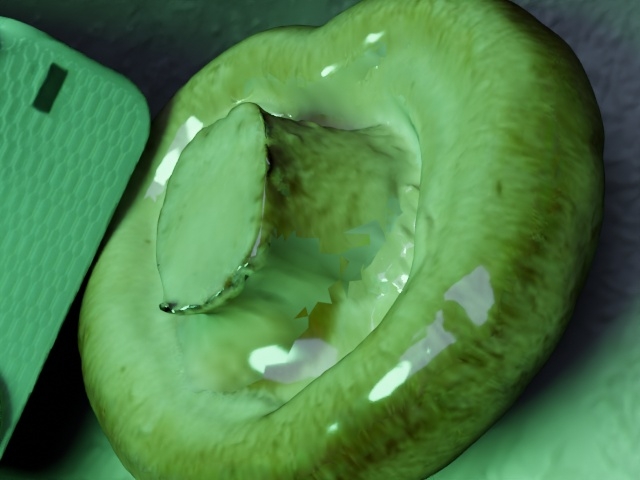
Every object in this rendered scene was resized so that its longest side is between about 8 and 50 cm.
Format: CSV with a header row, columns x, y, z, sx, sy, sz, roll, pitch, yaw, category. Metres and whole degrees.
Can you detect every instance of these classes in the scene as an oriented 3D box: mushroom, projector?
x,y,z,sx,sy,sz,roll,pitch,yaw,category
0.000,0.000,0.600,0.278,0.146,0.278,-20,54,31,mushroom
-0.212,0.007,0.670,0.198,0.108,0.250,18,82,51,projector
